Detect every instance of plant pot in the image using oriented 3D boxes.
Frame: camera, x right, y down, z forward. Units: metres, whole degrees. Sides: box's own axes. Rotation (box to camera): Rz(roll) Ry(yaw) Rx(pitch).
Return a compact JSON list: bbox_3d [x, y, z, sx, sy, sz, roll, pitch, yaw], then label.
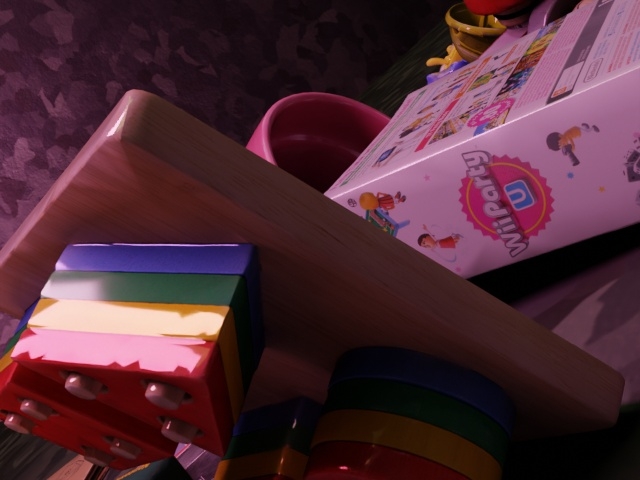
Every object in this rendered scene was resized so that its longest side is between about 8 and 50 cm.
[{"bbox_3d":[0.000,0.000,0.844,0.180,0.201,0.201,-53,0,38],"label":"plant pot"}]

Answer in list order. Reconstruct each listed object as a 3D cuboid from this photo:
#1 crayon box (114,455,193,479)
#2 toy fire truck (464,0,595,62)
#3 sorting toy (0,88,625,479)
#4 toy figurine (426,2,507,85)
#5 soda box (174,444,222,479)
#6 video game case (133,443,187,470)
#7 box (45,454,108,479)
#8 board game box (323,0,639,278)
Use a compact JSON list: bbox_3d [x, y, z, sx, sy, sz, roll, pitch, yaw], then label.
[{"bbox_3d":[-0.247,0.307,0.536,0.363,0.106,0.313,-33,7,30],"label":"crayon box"},{"bbox_3d":[0.291,-0.233,0.873,0.302,0.169,0.254,-44,28,-14],"label":"toy fire truck"},{"bbox_3d":[-0.038,0.074,0.469,0.255,0.257,0.089,-30,35,55],"label":"sorting toy"},{"bbox_3d":[0.233,-0.234,1.286,0.363,0.191,0.217,-71,1,-59],"label":"toy figurine"},{"bbox_3d":[-0.088,0.184,0.711,0.169,0.053,0.060,-42,9,-8],"label":"soda box"},{"bbox_3d":[-0.175,0.247,0.830,0.183,0.023,0.201,-41,7,-13],"label":"video game case"},{"bbox_3d":[-0.332,0.318,1.170,0.201,0.021,0.164,-39,9,14],"label":"box"},{"bbox_3d":[0.171,-0.085,0.663,0.303,0.098,0.224,-21,18,35],"label":"board game box"}]
